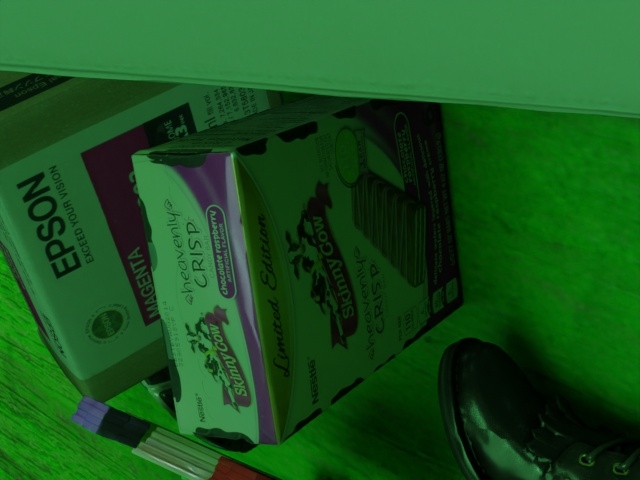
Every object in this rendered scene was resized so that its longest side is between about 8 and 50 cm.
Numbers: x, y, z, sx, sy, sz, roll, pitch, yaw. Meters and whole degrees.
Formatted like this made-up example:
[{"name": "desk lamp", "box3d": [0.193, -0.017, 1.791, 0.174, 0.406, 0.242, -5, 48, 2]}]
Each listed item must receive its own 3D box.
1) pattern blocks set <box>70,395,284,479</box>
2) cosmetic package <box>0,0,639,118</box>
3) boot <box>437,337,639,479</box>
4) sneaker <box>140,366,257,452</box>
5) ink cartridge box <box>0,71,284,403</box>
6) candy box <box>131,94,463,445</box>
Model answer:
[{"name": "pattern blocks set", "box3d": [-0.023, 0.171, 0.751, 0.285, 0.325, 0.026, 13, 75, 43]}, {"name": "cosmetic package", "box3d": [0.024, -0.291, 0.352, 0.327, 0.329, 0.394, 6, 133, 18]}, {"name": "boot", "box3d": [0.214, 0.120, 0.653, 0.263, 0.091, 0.229, 53, 128, 8]}, {"name": "sneaker", "box3d": [-0.149, 0.032, 0.928, 0.330, 0.130, 0.147, 51, 156, 7]}, {"name": "ink cartridge box", "box3d": [-0.115, -0.033, 0.750, 0.088, 0.193, 0.235, 42, 154, 43]}, {"name": "candy box", "box3d": [0.000, 0.000, 0.681, 0.071, 0.233, 0.159, 1, 107, 33]}]
